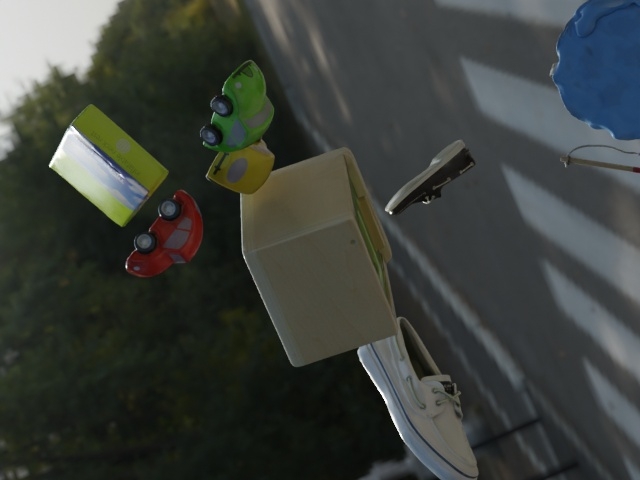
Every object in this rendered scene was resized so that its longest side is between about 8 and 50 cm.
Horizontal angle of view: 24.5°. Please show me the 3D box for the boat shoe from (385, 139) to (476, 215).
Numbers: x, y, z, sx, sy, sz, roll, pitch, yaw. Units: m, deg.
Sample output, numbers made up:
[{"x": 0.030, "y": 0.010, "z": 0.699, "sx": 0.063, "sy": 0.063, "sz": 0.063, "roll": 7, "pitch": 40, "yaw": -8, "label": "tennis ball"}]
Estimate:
[{"x": 0.130, "y": -0.066, "z": 1.723, "sx": 0.038, "sy": 0.125, "sz": 0.046, "roll": 51, "pitch": 162, "yaw": -11, "label": "boat shoe"}]

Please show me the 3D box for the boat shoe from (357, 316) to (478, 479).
[{"x": 0.125, "y": 0.187, "z": 1.738, "sx": 0.083, "sy": 0.076, "sz": 0.226, "roll": 9, "pitch": -141, "yaw": -55, "label": "boat shoe"}]

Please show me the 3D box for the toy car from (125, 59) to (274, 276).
[{"x": -0.093, "y": -0.081, "z": 1.464, "sx": 0.053, "sy": 0.239, "sz": 0.225, "roll": 34, "pitch": 138, "yaw": 7, "label": "toy car"}]

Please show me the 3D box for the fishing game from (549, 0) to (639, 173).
[{"x": 0.377, "y": -0.213, "z": 1.805, "sx": 0.041, "sy": 0.189, "sz": 0.264, "roll": -6, "pitch": -76, "yaw": -70, "label": "fishing game"}]

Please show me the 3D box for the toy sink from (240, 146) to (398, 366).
[{"x": 0.000, "y": 0.000, "z": 1.616, "sx": 0.234, "sy": 0.131, "sz": 0.153, "roll": -97, "pitch": -13, "yaw": -62, "label": "toy sink"}]

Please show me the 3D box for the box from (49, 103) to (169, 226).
[{"x": -0.223, "y": -0.078, "z": 1.549, "sx": 0.109, "sy": 0.042, "sz": 0.178, "roll": 41, "pitch": 161, "yaw": -6, "label": "box"}]
